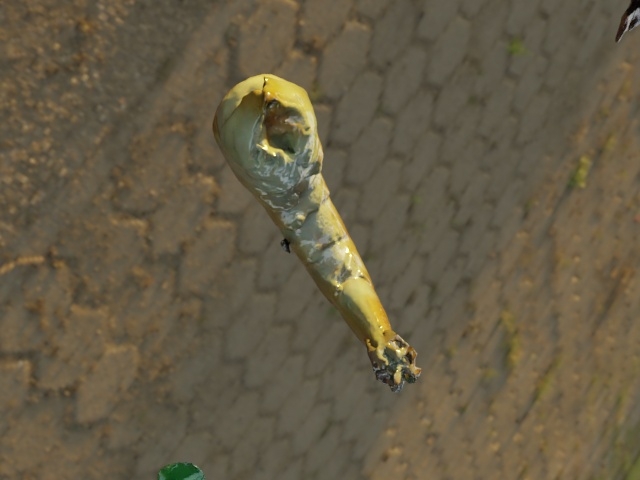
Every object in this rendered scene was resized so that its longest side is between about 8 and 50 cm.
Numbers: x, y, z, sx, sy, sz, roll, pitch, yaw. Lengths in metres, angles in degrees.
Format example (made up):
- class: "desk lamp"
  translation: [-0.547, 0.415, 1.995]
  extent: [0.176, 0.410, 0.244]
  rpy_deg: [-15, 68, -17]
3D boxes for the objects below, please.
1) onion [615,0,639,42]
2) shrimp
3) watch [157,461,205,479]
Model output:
- class: "onion"
  translation: [0.250, -0.339, 0.937]
  extent: [0.353, 0.354, 0.353]
  rpy_deg: [-44, 152, -31]
- class: "shrimp"
  translation: [0.000, 0.000, 0.622]
  extent: [0.049, 0.166, 0.161]
  rpy_deg: [-27, 168, -3]
- class: "watch"
  translation: [-0.057, 0.218, 0.800]
  extent: [0.152, 0.165, 0.131]
  rpy_deg: [123, -19, -76]
